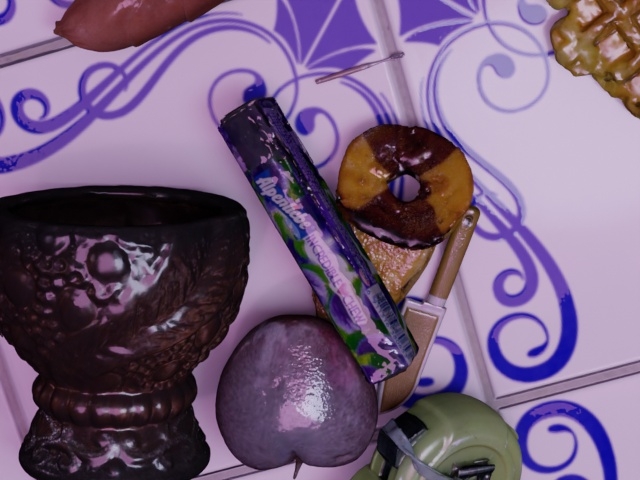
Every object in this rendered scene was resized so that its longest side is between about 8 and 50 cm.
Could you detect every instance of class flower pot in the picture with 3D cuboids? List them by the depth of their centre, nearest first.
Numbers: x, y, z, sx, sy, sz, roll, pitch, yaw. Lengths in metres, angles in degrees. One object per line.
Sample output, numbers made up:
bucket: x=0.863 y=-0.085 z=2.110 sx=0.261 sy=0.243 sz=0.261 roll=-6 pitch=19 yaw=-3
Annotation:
flower pot: x=-0.202 y=0.094 z=1.504 sx=0.267 sy=0.266 sz=0.267 roll=1 pitch=101 yaw=2

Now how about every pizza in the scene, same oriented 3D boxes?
pizza: x=0.047 y=0.031 z=1.599 sx=0.099 sy=0.036 sz=0.160 roll=45 pitch=102 yaw=0

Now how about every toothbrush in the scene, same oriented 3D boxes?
toothbrush: x=0.041 y=-0.178 z=1.567 sx=0.097 sy=0.008 sz=0.006 roll=-17 pitch=88 yaw=7

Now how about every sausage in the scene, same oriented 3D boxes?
sausage: x=-0.075 y=-0.297 z=1.508 sx=0.433 sy=0.088 sz=0.088 roll=-28 pitch=100 yaw=9

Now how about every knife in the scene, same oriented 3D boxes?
knife: x=0.108 y=0.075 z=1.614 sx=0.046 sy=0.022 sz=0.256 roll=17 pitch=107 yaw=-8

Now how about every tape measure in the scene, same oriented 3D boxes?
tape measure: x=0.129 y=0.248 z=1.587 sx=0.200 sy=0.106 sz=0.175 roll=6 pitch=108 yaw=-29

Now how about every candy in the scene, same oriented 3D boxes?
candy: x=0.000 y=0.000 z=1.538 sx=0.061 sy=0.088 sz=0.312 roll=-30 pitch=87 yaw=13

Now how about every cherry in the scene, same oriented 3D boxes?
cherry: x=-0.028 y=0.161 z=1.580 sx=0.176 sy=0.140 sz=0.176 roll=1 pitch=97 yaw=7

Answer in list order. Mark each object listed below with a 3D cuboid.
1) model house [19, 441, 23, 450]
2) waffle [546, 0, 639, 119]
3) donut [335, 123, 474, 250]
model house: x=-0.272 y=0.240 z=1.646 sx=0.079 sy=0.066 sz=0.083 roll=-24 pitch=103 yaw=4
waffle: x=0.364 y=-0.257 z=1.483 sx=0.325 sy=0.068 sz=0.302 roll=10 pitch=114 yaw=11
donut: x=0.084 y=-0.050 z=1.548 sx=0.140 sy=0.059 sz=0.140 roll=-1 pitch=74 yaw=4
